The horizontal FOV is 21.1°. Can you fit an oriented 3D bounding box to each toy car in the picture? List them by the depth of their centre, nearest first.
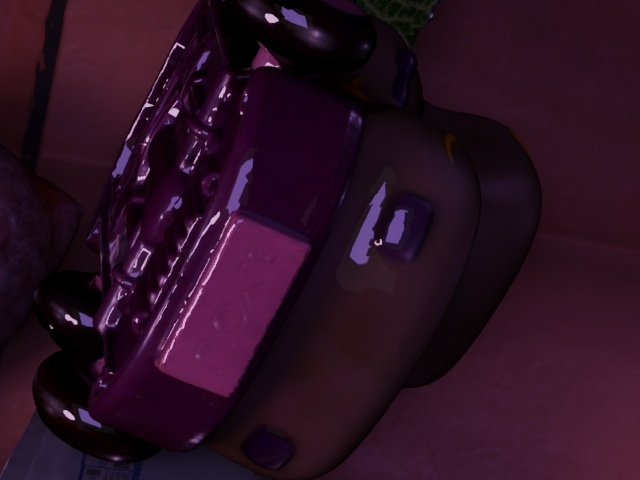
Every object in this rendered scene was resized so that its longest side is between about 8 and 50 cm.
[{"bbox_3d":[0.000,0.000,0.936,0.240,0.340,0.271,25,107,-15],"label":"toy car"}]

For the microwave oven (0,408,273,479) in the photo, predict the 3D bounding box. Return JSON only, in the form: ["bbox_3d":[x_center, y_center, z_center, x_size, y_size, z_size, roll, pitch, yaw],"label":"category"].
[{"bbox_3d":[-0.095,0.158,0.957,0.162,0.208,0.122,9,108,0],"label":"microwave oven"}]

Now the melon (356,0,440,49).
[{"bbox_3d":[-0.062,-0.258,1.039,0.323,0.124,0.196,23,73,-18],"label":"melon"}]

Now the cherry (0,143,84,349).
[{"bbox_3d":[-0.261,0.005,1.013,0.250,0.175,0.192,-10,54,-16],"label":"cherry"}]
